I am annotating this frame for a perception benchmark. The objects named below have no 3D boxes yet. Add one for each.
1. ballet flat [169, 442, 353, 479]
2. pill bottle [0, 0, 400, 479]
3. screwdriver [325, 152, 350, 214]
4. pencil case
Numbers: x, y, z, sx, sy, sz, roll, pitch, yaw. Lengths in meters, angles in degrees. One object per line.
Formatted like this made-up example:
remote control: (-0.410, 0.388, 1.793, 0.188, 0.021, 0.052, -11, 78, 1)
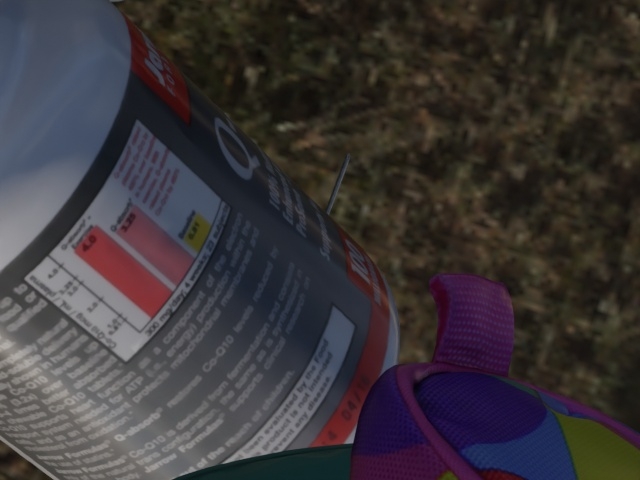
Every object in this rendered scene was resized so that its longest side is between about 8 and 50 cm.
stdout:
ballet flat: (0.084, 0.100, 0.524, 0.280, 0.095, 0.096, -8, 114, -11)
pill bottle: (-0.137, -0.007, 0.968, 0.363, 0.210, 0.210, 44, 70, -37)
screwdriver: (0.000, 0.000, 1.582, 0.170, 0.025, 0.024, -65, 150, -19)
pencil case: (0.006, 0.131, 0.382, 0.104, 0.104, 0.236, 7, 118, -50)
